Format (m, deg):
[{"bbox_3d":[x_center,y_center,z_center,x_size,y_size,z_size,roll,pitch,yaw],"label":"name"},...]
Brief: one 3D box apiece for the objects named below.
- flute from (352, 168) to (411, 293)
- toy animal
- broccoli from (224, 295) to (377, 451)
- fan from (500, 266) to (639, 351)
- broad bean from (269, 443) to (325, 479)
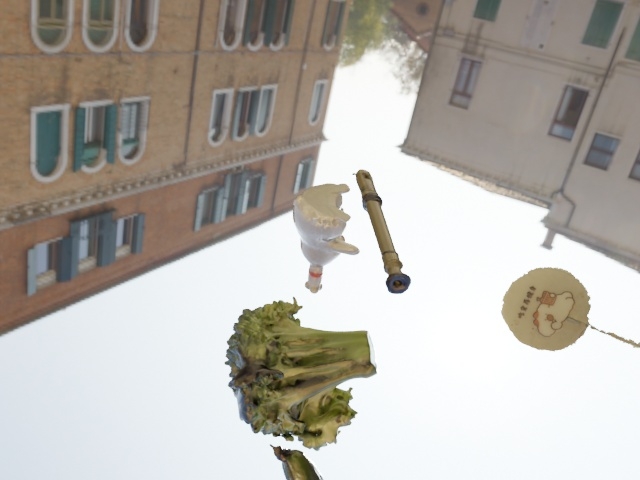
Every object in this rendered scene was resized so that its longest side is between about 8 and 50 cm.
[{"bbox_3d":[0.064,-0.021,0.676,0.027,0.027,0.233,8,-149,-11],"label":"flute"},{"bbox_3d":[0.013,-0.007,1.425,0.138,0.282,0.140,-9,-131,-2],"label":"toy animal"},{"bbox_3d":[-0.024,0.219,0.995,0.243,0.263,0.247,-17,173,17],"label":"broccoli"},{"bbox_3d":[0.559,0.176,1.329,0.329,0.191,0.009,23,-170,14],"label":"fan"},{"bbox_3d":[-0.002,0.514,1.228,0.061,0.339,0.077,-24,-151,15],"label":"broad bean"}]
